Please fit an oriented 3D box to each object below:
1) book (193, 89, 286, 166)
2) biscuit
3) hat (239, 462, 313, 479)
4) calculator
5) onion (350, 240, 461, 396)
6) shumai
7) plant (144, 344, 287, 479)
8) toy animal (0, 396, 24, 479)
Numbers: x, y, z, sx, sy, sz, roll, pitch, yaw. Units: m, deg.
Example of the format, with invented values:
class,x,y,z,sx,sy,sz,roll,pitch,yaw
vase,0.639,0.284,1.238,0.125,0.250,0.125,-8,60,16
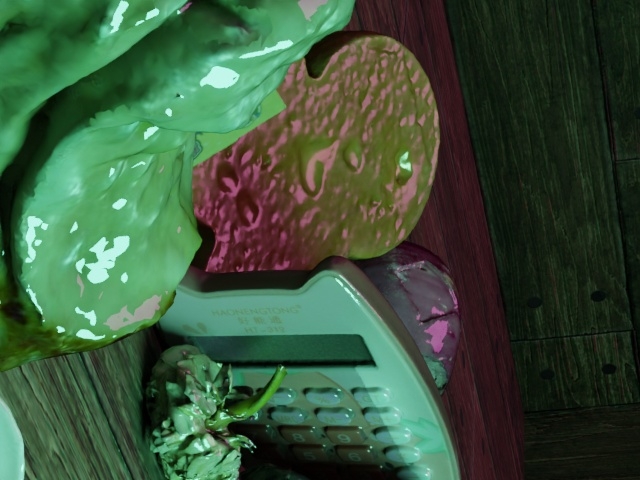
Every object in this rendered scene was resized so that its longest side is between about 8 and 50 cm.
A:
class,x,y,z,sx,sy,sz,roll,pitch,yaw
book,-0.126,-0.070,0.976,0.013,0.192,0.168,59,1,27
biscuit,-0.015,-0.061,1.447,0.355,0.052,0.275,-36,122,-42
hat,-0.035,0.250,1.286,0.128,0.265,0.265,49,20,-10
calculator,-0.004,0.127,1.333,0.048,0.220,0.330,-70,147,-41
onion,0.072,0.092,1.802,0.207,0.200,0.201,74,16,-45
shumai,-0.158,-0.078,0.775,0.309,0.304,0.263,-124,-135,-63
plant,-0.075,0.134,1.268,0.104,0.122,0.116,-99,168,-56
toy animal,-0.215,0.071,0.746,0.104,0.131,0.221,47,-3,-26
